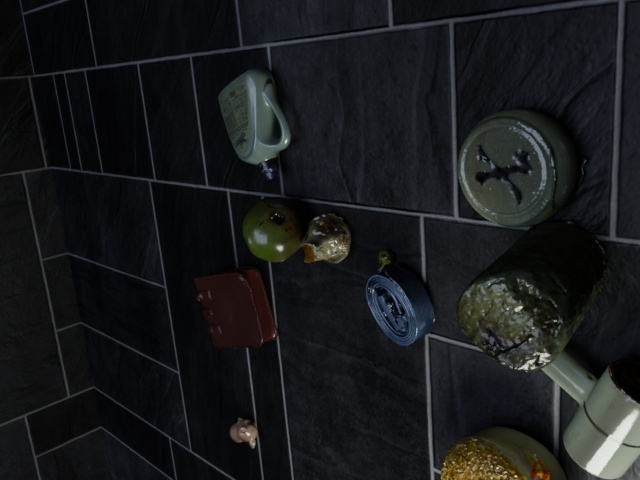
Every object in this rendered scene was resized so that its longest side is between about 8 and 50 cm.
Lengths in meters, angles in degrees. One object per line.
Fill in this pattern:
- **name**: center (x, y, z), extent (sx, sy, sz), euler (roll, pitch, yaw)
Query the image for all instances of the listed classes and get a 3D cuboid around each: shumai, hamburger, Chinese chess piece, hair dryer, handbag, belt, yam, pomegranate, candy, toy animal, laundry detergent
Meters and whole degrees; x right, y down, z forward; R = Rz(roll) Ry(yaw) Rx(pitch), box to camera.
- **shumai**: center (0.002, 0.003, 1.650), extent (0.145, 0.116, 0.145), euler (18, 115, 44)
- **hamburger**: center (0.392, 0.548, 1.378), extent (0.294, 0.179, 0.276), euler (1, 105, 47)
- **Chinese chess piece**: center (0.375, -0.138, 1.215), extent (0.238, 0.092, 0.238), euler (18, 116, 42)
- **hair dryer**: center (0.480, 0.260, 1.240), extent (0.362, 0.128, 0.203), euler (45, 134, 37)
- **handbag**: center (-0.275, 0.219, 2.041), extent (0.275, 0.084, 0.260), euler (-10, 99, 42)
- **belt**: center (0.190, 0.151, 1.526), extent (0.190, 0.082, 0.141), euler (60, 140, 11)
- **yam**: center (0.385, 0.095, 1.144), extent (0.195, 0.300, 0.195), euler (19, 122, 32)
- **pomegranate**: center (-0.131, -0.014, 1.743), extent (0.179, 0.179, 0.210), euler (47, 134, 25)
- **candy**: center (0.150, 0.070, 1.585), extent (0.123, 0.035, 0.035), euler (109, 171, -46)
- **toy animal**: center (-0.266, 0.667, 2.208), extent (0.150, 0.083, 0.089), euler (-31, 38, 57)
- **laundry detergent**: center (-0.163, -0.302, 1.726), extent (0.215, 0.105, 0.280), euler (-24, 84, 47)
